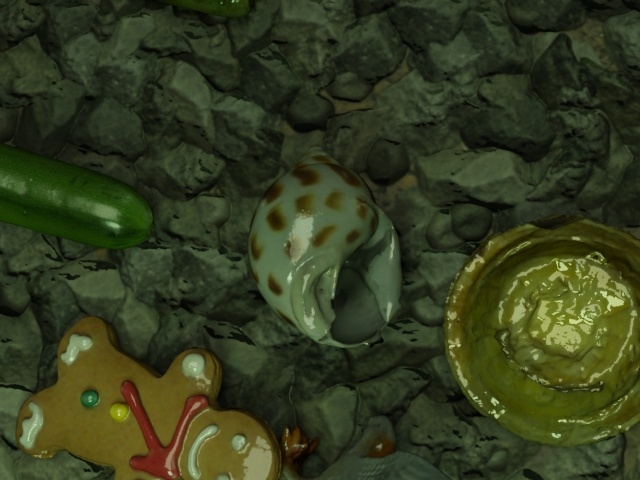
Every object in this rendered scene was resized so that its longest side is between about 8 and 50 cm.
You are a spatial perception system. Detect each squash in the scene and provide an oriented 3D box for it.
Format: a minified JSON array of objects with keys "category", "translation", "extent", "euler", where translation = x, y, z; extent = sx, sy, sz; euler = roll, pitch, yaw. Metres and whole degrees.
[{"category":"squash","translation":[-0.382,-0.067,1.974],"extent":[0.379,0.101,0.101],"euler":[13,81,12]}]

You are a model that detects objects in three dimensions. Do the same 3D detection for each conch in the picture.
[{"category":"conch","translation":[0.000,0.000,1.882],"extent":[0.149,0.183,0.275],"euler":[-9,59,45]}]

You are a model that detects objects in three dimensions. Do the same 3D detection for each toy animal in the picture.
[{"category":"toy animal","translation":[0.020,0.354,1.810],"extent":[0.284,0.225,0.302],"euler":[-37,52,-7]}]

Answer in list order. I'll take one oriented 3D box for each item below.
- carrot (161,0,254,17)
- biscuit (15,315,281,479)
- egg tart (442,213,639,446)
[{"category":"carrot","translation":[-0.250,-0.357,2.026],"extent":[0.359,0.074,0.074],"euler":[17,82,12]},{"category":"biscuit","translation":[-0.201,0.217,1.887],"extent":[0.340,0.047,0.216],"euler":[25,84,24]},{"category":"egg tart","translation":[0.285,0.097,1.837],"extent":[0.290,0.115,0.290],"euler":[-2,77,7]}]
